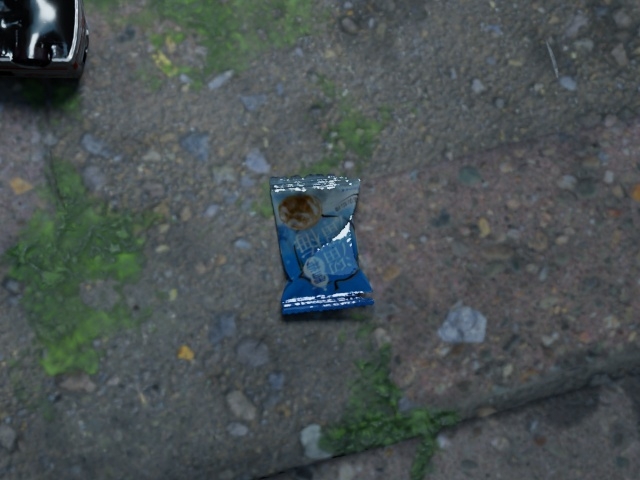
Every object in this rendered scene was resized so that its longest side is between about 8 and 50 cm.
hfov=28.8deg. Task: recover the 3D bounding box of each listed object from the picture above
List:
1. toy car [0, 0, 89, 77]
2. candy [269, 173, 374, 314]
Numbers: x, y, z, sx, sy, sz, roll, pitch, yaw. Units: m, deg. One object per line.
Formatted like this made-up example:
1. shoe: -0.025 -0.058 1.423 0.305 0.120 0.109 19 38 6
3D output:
1. toy car: -0.317 -0.191 1.133 0.210 0.108 0.089 0 84 -4
2. candy: 0.001 0.000 1.182 0.088 0.038 0.136 -7 75 5
